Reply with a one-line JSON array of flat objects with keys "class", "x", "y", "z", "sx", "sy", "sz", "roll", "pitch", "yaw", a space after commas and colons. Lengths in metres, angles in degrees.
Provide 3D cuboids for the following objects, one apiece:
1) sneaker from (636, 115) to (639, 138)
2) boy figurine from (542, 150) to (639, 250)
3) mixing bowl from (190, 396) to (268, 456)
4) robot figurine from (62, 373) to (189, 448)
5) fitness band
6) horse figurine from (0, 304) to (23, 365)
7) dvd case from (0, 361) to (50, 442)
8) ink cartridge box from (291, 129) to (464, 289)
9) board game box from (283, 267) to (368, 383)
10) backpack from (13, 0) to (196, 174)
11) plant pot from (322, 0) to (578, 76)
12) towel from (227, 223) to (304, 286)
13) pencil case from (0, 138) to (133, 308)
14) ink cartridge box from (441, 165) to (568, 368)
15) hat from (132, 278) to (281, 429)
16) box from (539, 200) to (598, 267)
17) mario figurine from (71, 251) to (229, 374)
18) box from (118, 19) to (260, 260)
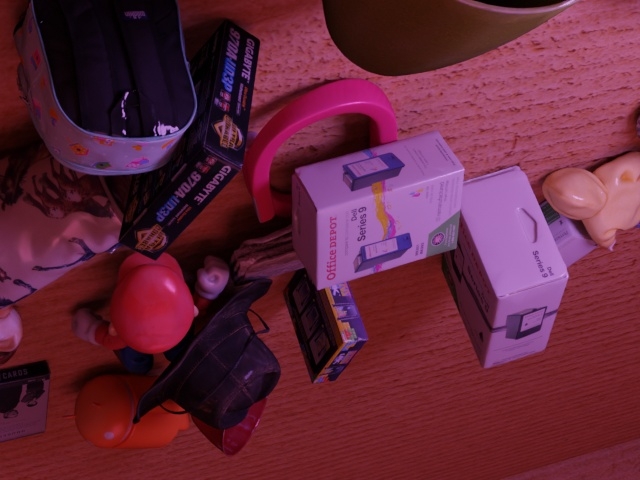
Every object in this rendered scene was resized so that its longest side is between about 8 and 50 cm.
[{"class": "sneaker", "x": 0.593, "y": -0.174, "z": 1.871, "sx": 0.281, "sy": 0.105, "sz": 0.115, "roll": 23, "pitch": 96, "yaw": -50}, {"class": "boy figurine", "x": 0.484, "y": -0.065, "z": 1.943, "sx": 0.285, "sy": 0.092, "sz": 0.177, "roll": -2, "pitch": 117, "yaw": -31}, {"class": "mixing bowl", "x": -0.169, "y": 0.279, "z": 2.088, "sx": 0.098, "sy": 0.181, "sz": 0.181, "roll": 20, "pitch": 160, "yaw": 17}, {"class": "robot figurine", "x": -0.325, "y": 0.291, "z": 2.004, "sx": 0.219, "sy": 0.158, "sz": 0.128, "roll": 11, "pitch": 105, "yaw": -47}, {"class": "fitness band", "x": 0.000, "y": -0.112, "z": 1.574, "sx": 0.209, "sy": 0.054, "sz": 0.291, "roll": -20, "pitch": 155, "yaw": -8}, {"class": "horse figurine", "x": -0.480, "y": 0.120, "z": 1.641, "sx": 0.174, "sy": 0.066, "sz": 0.263, "roll": -12, "pitch": 151, "yaw": -5}, {"class": "dvd case", "x": -0.537, "y": 0.278, "z": 1.934, "sx": 0.179, "sy": 0.029, "sz": 0.239, "roll": -10, "pitch": 152, "yaw": -21}, {"class": "ink cartridge box", "x": 0.074, "y": -0.040, "z": 1.570, "sx": 0.212, "sy": 0.093, "sz": 0.154, "roll": -15, "pitch": 137, "yaw": -15}, {"class": "board game box", "x": 0.006, "y": 0.119, "z": 1.872, "sx": 0.048, "sy": 0.170, "sz": 0.141, "roll": -4, "pitch": 149, "yaw": -28}, {"class": "backpack", "x": -0.214, "y": -0.154, "z": 1.178, "sx": 0.166, "sy": 0.188, "sz": 0.144, "roll": -4, "pitch": 149, "yaw": -32}, {"class": "plant pot", "x": 0.108, "y": -0.281, "z": 1.142, "sx": 0.275, "sy": 0.275, "sz": 0.293, "roll": -11, "pitch": 168, "yaw": -19}, {"class": "towel", "x": 0.000, "y": 0.000, "z": 1.737, "sx": 0.282, "sy": 0.049, "sz": 0.187, "roll": -15, "pitch": 172, "yaw": -13}, {"class": "pencil case", "x": -0.389, "y": 0.010, "z": 1.392, "sx": 0.410, "sy": 0.160, "sz": 0.183, "roll": -26, "pitch": 139, "yaw": 9}, {"class": "ink cartridge box", "x": 0.289, "y": 0.047, "z": 1.902, "sx": 0.121, "sy": 0.211, "sz": 0.289, "roll": -17, "pitch": 152, "yaw": -6}, {"class": "hat", "x": -0.141, "y": 0.203, "z": 1.801, "sx": 0.331, "sy": 0.134, "sz": 0.331, "roll": -48, "pitch": 175, "yaw": -6}, {"class": "box", "x": 0.402, "y": -0.011, "z": 2.010, "sx": 0.102, "sy": 0.087, "sz": 0.101, "roll": 10, "pitch": 141, "yaw": -46}, {"class": "mario figurine", "x": -0.249, "y": 0.088, "z": 1.734, "sx": 0.198, "sy": 0.170, "sz": 0.320, "roll": -52, "pitch": 174, "yaw": -20}, {"class": "box", "x": -0.141, "y": -0.112, "z": 1.283, "sx": 0.051, "sy": 0.220, "sz": 0.175, "roll": 29, "pitch": 130, "yaw": -24}]
